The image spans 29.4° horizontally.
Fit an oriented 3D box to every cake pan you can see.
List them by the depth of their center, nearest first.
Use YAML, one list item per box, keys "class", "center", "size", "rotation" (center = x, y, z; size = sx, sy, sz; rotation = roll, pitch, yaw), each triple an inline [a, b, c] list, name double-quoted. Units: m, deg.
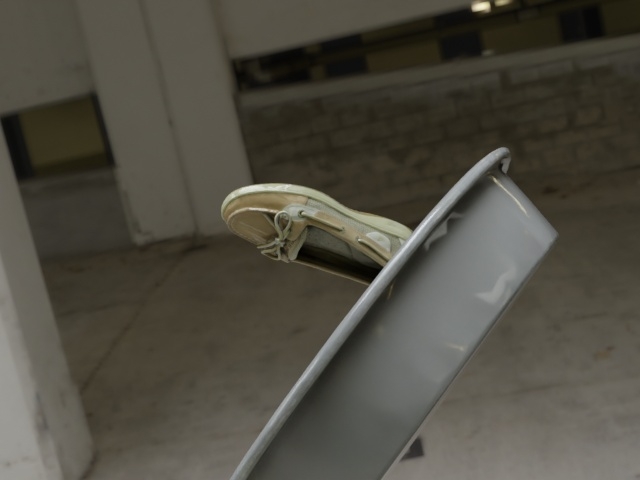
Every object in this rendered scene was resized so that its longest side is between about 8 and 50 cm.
- class: "cake pan"
  center: [0.033, 0.084, 0.651]
  size: [0.293, 0.054, 0.293]
  rotation: [-52, -9, -12]

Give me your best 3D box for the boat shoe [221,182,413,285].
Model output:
- class: "boat shoe"
  center: [0.000, 0.001, 0.902]
  size: [0.153, 0.056, 0.048]
  rotation: [18, 47, -14]
